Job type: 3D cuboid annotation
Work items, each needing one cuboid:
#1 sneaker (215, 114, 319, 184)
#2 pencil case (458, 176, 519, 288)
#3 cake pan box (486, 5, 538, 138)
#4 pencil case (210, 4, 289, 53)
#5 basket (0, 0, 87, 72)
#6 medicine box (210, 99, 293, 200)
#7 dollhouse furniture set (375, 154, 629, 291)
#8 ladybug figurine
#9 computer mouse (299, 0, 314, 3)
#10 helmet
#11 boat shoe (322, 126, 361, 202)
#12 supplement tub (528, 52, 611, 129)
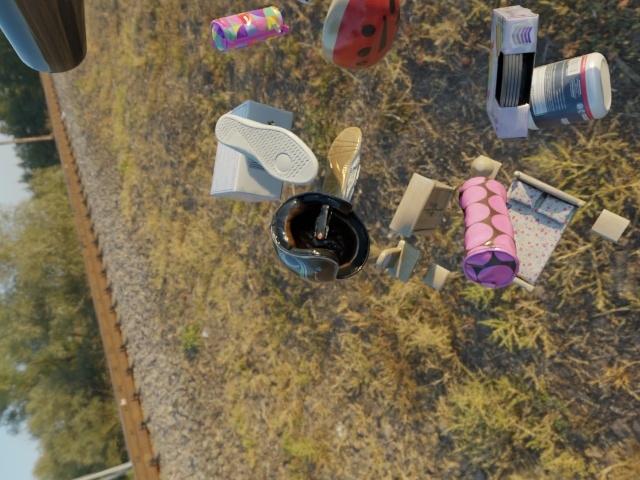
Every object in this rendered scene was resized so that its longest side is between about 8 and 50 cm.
[{"bbox_3d":[-0.080,-0.191,1.020,0.255,0.151,0.094,32,107,25],"label":"sneaker"},{"bbox_3d":[0.271,-0.013,0.795,0.209,0.095,0.098,-69,-12,-50],"label":"pencil case"},{"bbox_3d":[0.422,-0.378,1.088,0.267,0.070,0.246,-69,-25,-58],"label":"cake pan box"},{"bbox_3d":[-0.218,-0.648,1.498,0.104,0.236,0.105,41,146,35],"label":"pencil case"},{"bbox_3d":[-0.500,-0.425,0.870,0.205,0.154,0.227,-63,5,-26],"label":"basket"},{"bbox_3d":[-0.221,-0.260,1.510,0.289,0.148,0.264,6,88,64],"label":"medicine box"},{"bbox_3d":[0.323,0.017,0.925,0.355,0.173,0.304,31,107,24],"label":"dollhouse furniture set"},{"bbox_3d":[0.146,-0.700,1.595,0.162,0.305,0.449,44,-176,6],"label":"ladybug figurine"},{"bbox_3d":[-0.086,-0.552,0.988,0.042,0.192,0.106,-42,39,45],"label":"computer mouse"},{"bbox_3d":[0.000,0.000,0.880,0.170,0.169,0.161,64,-174,27],"label":"helmet"},{"bbox_3d":[0.077,-0.219,1.529,0.098,0.096,0.277,7,73,33],"label":"boat shoe"},{"bbox_3d":[0.733,-0.453,1.517,0.272,0.191,0.191,-3,97,41],"label":"supplement tub"}]
